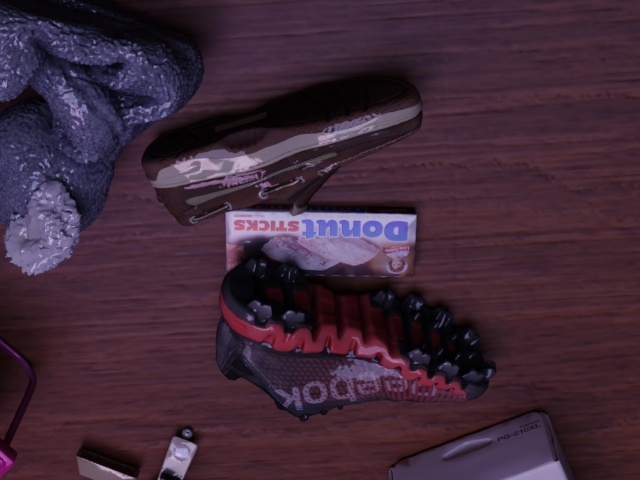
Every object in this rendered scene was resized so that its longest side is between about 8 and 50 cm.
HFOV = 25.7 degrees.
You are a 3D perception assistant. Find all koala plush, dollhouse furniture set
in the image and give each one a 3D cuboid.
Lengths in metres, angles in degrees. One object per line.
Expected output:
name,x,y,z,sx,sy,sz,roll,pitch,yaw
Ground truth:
koala plush,-0.220,-0.091,1.203,0.203,0.196,0.221,14,108,-16
dollhouse furniture set,-0.181,0.214,1.382,0.114,0.091,0.081,22,95,-4

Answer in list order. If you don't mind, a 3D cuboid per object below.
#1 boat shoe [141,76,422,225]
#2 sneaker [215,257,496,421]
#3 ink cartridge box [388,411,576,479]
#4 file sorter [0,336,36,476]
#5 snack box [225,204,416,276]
boat shoe,-0.026,-0.073,1.258,0.257,0.095,0.095,-12,119,16
sneaker,0.024,0.111,1.322,0.276,0.098,0.135,15,127,-14
ink cartridge box,0.190,0.313,1.392,0.172,0.100,0.237,-22,109,9
file sorter,-0.436,0.194,1.319,0.202,0.182,0.290,43,106,-13
snack box,0.000,0.000,1.316,0.178,0.022,0.064,1,110,2
